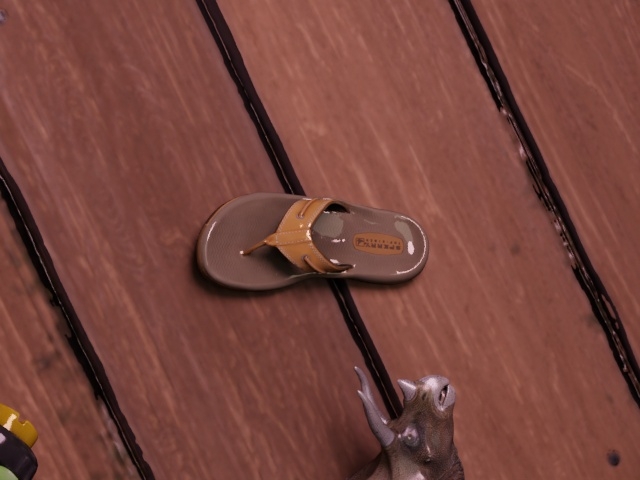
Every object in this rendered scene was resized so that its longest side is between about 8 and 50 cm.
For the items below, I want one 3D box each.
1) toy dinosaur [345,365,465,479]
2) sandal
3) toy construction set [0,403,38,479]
[{"bbox_3d":[0.076,0.255,1.044,0.160,0.121,0.313,9,71,-11],"label":"toy dinosaur"},{"bbox_3d":[0.000,0.000,1.090,0.180,0.049,0.072,2,81,-20],"label":"sandal"},{"bbox_3d":[-0.233,0.227,0.849,0.257,0.237,0.308,-33,99,-40],"label":"toy construction set"}]
